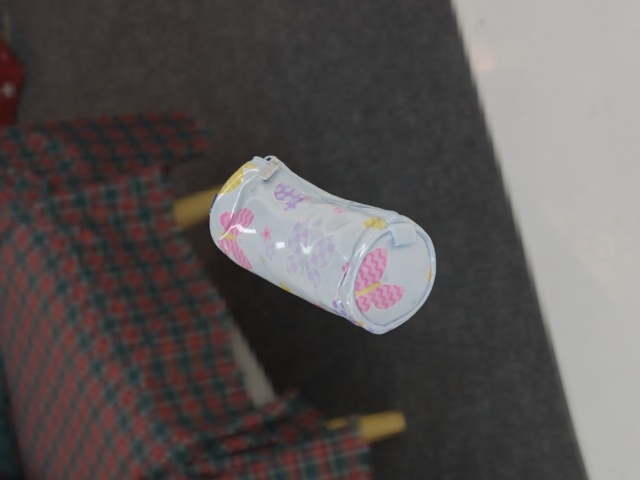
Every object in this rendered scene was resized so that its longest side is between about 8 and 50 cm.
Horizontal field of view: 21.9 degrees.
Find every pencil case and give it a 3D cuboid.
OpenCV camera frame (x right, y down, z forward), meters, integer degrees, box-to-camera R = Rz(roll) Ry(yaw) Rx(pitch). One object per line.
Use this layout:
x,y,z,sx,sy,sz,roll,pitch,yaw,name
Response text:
0.000,0.000,1.720,0.273,0.113,0.124,27,99,49,pencil case
